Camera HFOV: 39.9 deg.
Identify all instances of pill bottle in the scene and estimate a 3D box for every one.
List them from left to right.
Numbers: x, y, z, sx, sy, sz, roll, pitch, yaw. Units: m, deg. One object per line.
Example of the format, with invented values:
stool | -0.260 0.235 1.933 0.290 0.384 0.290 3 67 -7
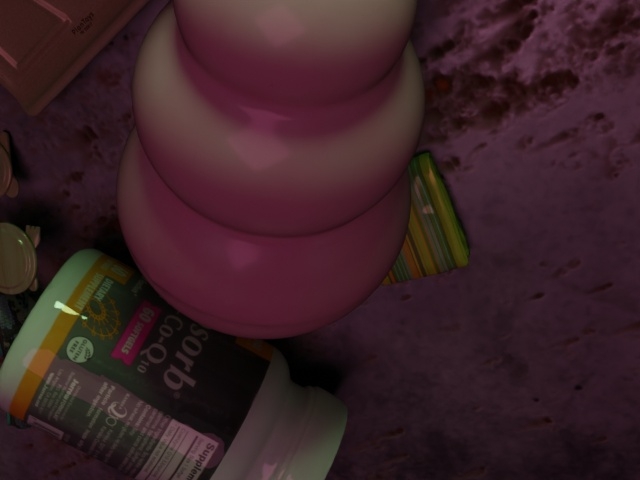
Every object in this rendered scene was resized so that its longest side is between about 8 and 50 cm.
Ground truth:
pill bottle | -0.127 0.137 0.782 0.278 0.162 0.162 29 124 -6

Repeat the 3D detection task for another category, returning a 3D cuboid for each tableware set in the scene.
tableware set | -0.320 -0.017 0.788 0.169 0.020 0.141 -8 98 24

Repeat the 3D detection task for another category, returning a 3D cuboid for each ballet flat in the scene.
ballet flat | -0.285 0.106 0.868 0.070 0.070 0.188 11 126 7

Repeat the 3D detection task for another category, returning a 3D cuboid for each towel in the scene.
towel | 0.000 0.000 0.749 0.237 0.021 0.102 -14 113 22

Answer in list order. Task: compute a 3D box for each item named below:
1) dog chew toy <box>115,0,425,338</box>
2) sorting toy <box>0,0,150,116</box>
dog chew toy | -0.027 -0.077 0.554 0.207 0.206 0.332 17 146 2
sorting toy | -0.231 -0.223 0.652 0.193 0.038 0.208 -35 105 30
